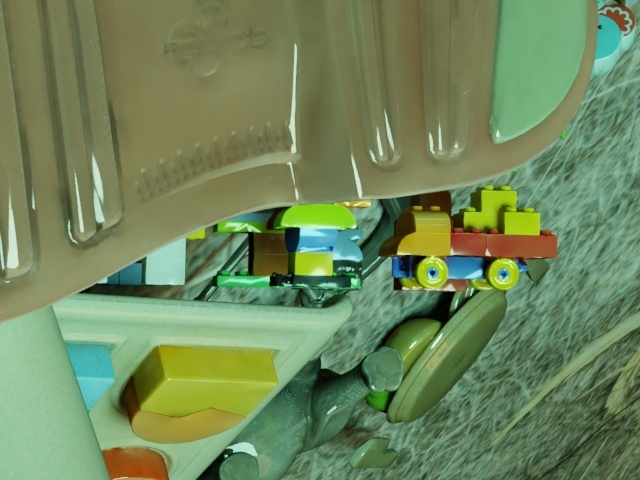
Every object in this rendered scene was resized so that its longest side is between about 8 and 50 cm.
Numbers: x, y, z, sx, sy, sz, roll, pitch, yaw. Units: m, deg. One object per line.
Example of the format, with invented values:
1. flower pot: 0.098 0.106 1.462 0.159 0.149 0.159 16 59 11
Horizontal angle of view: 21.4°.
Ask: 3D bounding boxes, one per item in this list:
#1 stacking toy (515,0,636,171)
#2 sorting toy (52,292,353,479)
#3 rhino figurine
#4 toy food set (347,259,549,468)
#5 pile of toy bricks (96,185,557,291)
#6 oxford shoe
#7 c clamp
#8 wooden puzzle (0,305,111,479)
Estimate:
1. stacking toy: 0.174 -0.133 0.939 0.221 0.052 0.167 -41 157 -8
2. sorting toy: -0.109 0.084 0.732 0.208 0.038 0.193 0 146 -36
3. rhino figurine: -0.073 0.121 0.917 0.243 0.073 0.106 -31 176 -28
4. toy food set: 0.079 0.070 1.154 0.192 0.038 0.132 -51 164 1
5. pile of toy bricks: -0.013 -0.032 0.729 0.212 0.105 0.118 2 178 -14
6. oxford shoe: -0.103 -0.050 0.479 0.397 0.146 0.140 -3 94 -39
7. c clamp: 0.000 0.000 0.916 0.137 0.022 0.160 -50 156 -2
8. wooden puzzle: -0.226 0.158 0.594 0.348 0.080 0.322 -27 153 -14
